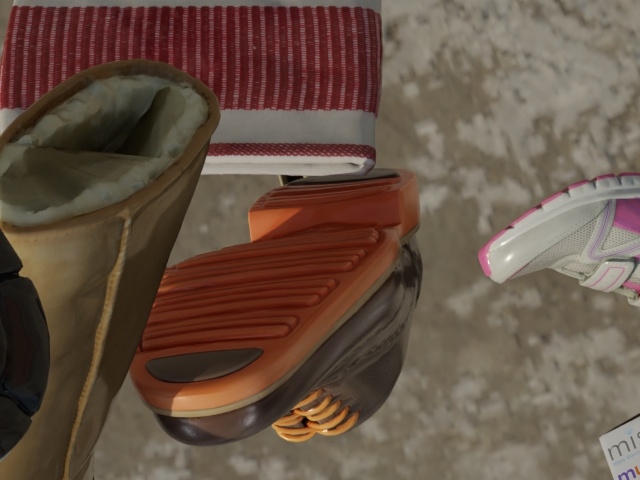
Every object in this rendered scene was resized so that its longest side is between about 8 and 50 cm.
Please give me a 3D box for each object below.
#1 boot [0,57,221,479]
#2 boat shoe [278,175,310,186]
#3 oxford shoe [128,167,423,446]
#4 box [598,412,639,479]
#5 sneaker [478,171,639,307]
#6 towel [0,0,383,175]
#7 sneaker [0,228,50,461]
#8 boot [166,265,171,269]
[{"bbox_3d":[-0.151,0.077,0.781,0.089,0.236,0.269,29,133,7],"label":"boot"},{"bbox_3d":[0.000,0.000,1.509,0.072,0.190,0.068,10,136,-36],"label":"boat shoe"},{"bbox_3d":[-0.003,0.057,1.026,0.130,0.363,0.133,-5,103,18],"label":"oxford shoe"},{"bbox_3d":[0.393,0.288,1.691,0.127,0.231,0.262,-31,141,18],"label":"box"},{"bbox_3d":[0.248,0.004,1.411,0.252,0.111,0.103,-13,174,-4],"label":"sneaker"},{"bbox_3d":[-0.078,-0.177,1.195,0.237,0.329,0.037,0,147,2],"label":"towel"},{"bbox_3d":[-0.190,-0.041,0.482,0.107,0.283,0.124,-19,169,-47],"label":"sneaker"},{"bbox_3d":[-0.114,0.049,1.655,0.152,0.197,0.073,36,128,-3],"label":"boot"}]
